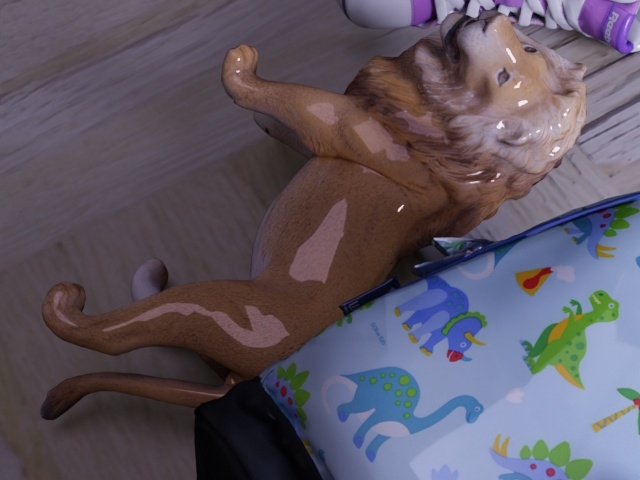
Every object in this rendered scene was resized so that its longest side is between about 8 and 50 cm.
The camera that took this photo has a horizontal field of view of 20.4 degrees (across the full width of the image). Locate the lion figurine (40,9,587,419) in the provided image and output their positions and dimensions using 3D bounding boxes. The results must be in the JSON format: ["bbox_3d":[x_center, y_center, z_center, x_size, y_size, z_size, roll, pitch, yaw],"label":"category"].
[{"bbox_3d":[0.000,0.000,1.202,0.240,0.142,0.392,26,76,23],"label":"lion figurine"}]

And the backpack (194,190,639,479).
[{"bbox_3d":[0.134,0.126,0.981,0.355,0.273,0.290,-15,54,-15],"label":"backpack"}]

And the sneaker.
[{"bbox_3d":[0.158,-0.194,1.324,0.282,0.102,0.161,-19,52,0],"label":"sneaker"}]
